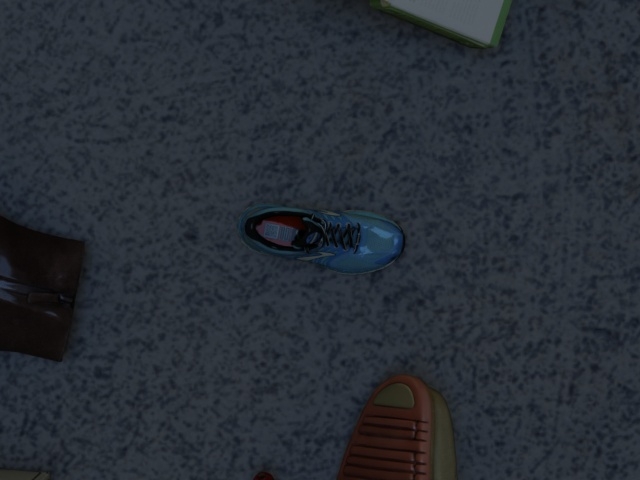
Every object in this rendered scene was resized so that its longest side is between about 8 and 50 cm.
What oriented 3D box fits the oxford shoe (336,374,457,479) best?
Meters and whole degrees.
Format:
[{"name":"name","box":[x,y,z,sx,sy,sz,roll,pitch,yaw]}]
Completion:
[{"name":"oxford shoe","box":[0.098,0.327,1.129,0.146,0.140,0.397,5,87,-31]}]

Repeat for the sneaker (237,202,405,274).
[{"name":"sneaker","box":[0.000,0.000,1.123,0.162,0.073,0.063,4,92,0]}]

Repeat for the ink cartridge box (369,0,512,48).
[{"name":"ink cartridge box","box":[0.082,-0.293,1.083,0.235,0.056,0.171,17,93,-21]}]

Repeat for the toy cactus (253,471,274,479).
[{"name":"toy cactus","box":[-0.030,0.343,1.107,0.112,0.219,0.180,-13,133,-14]}]

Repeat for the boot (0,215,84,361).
[{"name":"boot","box":[-0.329,-0.012,1.133,0.206,0.090,0.248,7,91,-12]}]

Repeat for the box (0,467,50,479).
[{"name":"box","box":[-0.410,0.258,1.085,0.290,0.169,0.087,5,92,-1]}]
